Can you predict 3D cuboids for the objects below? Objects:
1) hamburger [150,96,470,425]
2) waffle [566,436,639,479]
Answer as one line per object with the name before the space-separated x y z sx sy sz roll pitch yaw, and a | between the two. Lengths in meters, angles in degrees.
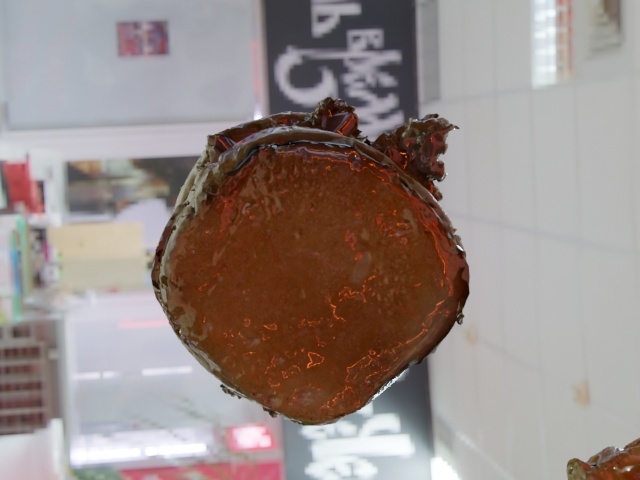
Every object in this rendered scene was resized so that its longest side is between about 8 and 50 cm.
hamburger | 0.000 0.000 0.729 0.159 0.185 0.131 46 9 -7
waffle | 0.201 0.111 0.690 0.052 0.245 0.254 61 -16 23
